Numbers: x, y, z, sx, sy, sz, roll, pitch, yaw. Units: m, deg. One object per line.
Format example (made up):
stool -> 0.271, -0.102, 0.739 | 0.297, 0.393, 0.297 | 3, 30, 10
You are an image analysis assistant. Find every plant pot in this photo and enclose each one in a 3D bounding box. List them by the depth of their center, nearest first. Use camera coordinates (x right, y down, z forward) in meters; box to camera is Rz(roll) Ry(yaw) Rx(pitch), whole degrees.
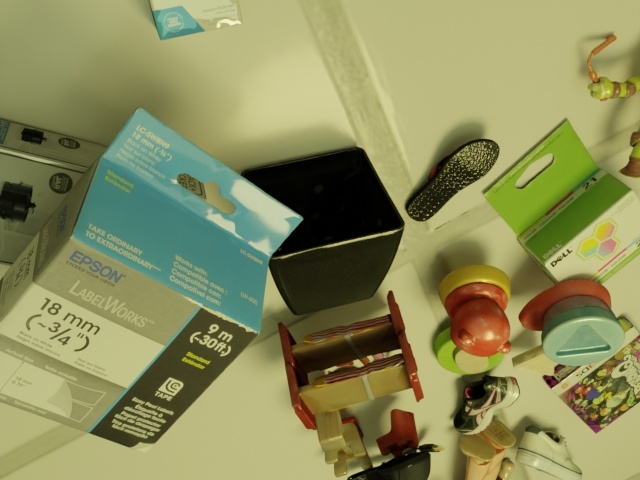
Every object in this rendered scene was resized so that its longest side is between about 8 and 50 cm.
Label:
plant pot -> 0.000, 0.000, 0.957 | 0.188, 0.187, 0.167 | -12, 135, -10

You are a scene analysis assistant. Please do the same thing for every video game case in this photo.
video game case -> 0.613, 0.291, 1.400 | 0.210, 0.042, 0.232 | -41, 123, 11

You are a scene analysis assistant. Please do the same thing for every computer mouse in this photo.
computer mouse -> 0.174, 0.435, 1.250 | 0.184, 0.060, 0.262 | -15, 163, -24

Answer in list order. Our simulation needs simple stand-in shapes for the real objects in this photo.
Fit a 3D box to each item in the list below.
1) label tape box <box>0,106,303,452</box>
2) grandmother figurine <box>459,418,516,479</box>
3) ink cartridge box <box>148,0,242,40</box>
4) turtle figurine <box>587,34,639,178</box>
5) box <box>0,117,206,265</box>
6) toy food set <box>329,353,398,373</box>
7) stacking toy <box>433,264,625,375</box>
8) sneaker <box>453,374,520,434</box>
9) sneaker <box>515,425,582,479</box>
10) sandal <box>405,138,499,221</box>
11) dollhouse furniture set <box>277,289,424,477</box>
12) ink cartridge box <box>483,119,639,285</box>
label tape box -> -0.200, 0.061, 0.732 | 0.240, 0.106, 0.334 | 33, 108, -31
grandmother figurine -> 0.344, 0.542, 1.438 | 0.207, 0.104, 0.342 | -14, 127, -24
ink cartridge box -> -0.161, -0.337, 0.764 | 0.104, 0.060, 0.180 | -15, 123, -8
turtle figurine -> 0.535, -0.210, 1.011 | 0.269, 0.087, 0.217 | -9, 104, -17
box -> -0.316, -0.041, 0.880 | 0.289, 0.087, 0.169 | 14, 116, -25
toy food set -> 0.078, 0.223, 1.206 | 0.122, 0.019, 0.078 | 3, 122, -8
stacking toy -> 0.344, 0.190, 1.139 | 0.308, 0.130, 0.280 | 5, 135, -4
sneaker -> 0.306, 0.312, 1.293 | 0.077, 0.072, 0.178 | 19, 127, -15
sneaker -> 0.518, 0.472, 1.453 | 0.258, 0.094, 0.091 | 34, 73, -45
sandal -> 0.202, -0.102, 1.040 | 0.067, 0.040, 0.179 | 32, 121, -25
dollhouse furniture set -> 0.074, 0.267, 1.157 | 0.201, 0.152, 0.374 | -15, 143, 4
ink cartridge box -> 0.422, -0.041, 1.105 | 0.189, 0.097, 0.255 | -42, 124, 10
